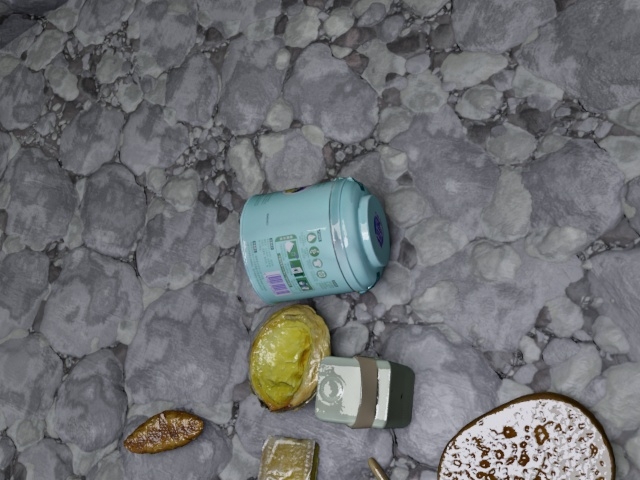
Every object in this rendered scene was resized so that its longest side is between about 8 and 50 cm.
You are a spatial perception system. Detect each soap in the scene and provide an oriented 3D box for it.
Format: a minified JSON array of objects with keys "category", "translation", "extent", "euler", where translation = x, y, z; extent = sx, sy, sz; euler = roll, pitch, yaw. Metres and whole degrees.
[{"category":"soap","translation":[-0.084,0.592,1.894],"extent":[0.135,0.076,0.233],"euler":[2,62,15]}]

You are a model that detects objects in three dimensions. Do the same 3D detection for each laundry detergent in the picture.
[{"category":"laundry detergent","translation":[0.000,0.000,1.931],"extent":[0.305,0.287,0.287],"euler":[-10,73,20]}]

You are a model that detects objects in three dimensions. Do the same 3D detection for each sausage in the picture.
[{"category":"sausage","translation":[0.153,0.574,1.861],"extent":[0.024,0.024,0.132],"euler":[-41,66,8]}]

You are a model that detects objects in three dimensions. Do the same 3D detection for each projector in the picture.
[{"category":"projector","translation":[0.103,0.353,1.821],"extent":[0.177,0.242,0.163],"euler":[0,79,21]}]

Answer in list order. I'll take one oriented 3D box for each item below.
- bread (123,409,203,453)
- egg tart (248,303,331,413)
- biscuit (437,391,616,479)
[{"category":"bread","translation":[-0.411,0.506,2.082],"extent":[0.233,0.076,0.105],"euler":[-19,82,10]},{"category":"egg tart","translation":[-0.068,0.299,1.964],"extent":[0.279,0.095,0.279],"euler":[-19,59,36]},{"category":"biscuit","translation":[0.456,0.532,1.724],"extent":[0.394,0.070,0.350],"euler":[-26,70,15]}]
